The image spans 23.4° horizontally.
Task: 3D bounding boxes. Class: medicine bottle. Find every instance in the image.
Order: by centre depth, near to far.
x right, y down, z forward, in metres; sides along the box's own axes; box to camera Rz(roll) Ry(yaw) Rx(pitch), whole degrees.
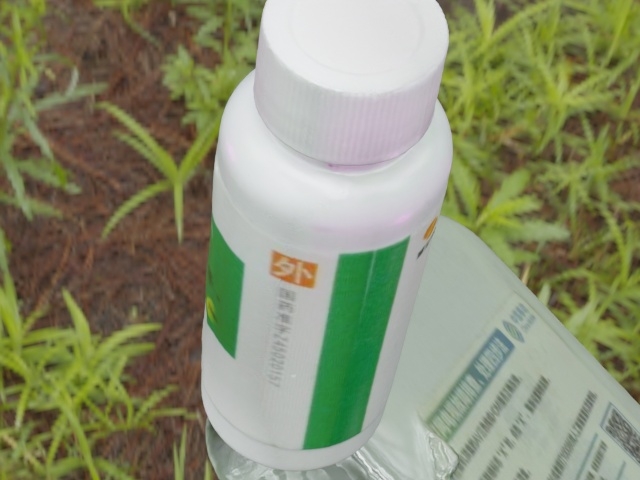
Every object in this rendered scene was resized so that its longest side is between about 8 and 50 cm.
[{"bbox_3d":[0.000,0.000,0.648,0.095,0.260,0.095,4,55,-6],"label":"medicine bottle"}]

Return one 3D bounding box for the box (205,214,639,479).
[{"bbox_3d":[0.135,0.177,0.972,0.396,0.396,0.111,47,112,3],"label":"box"}]
